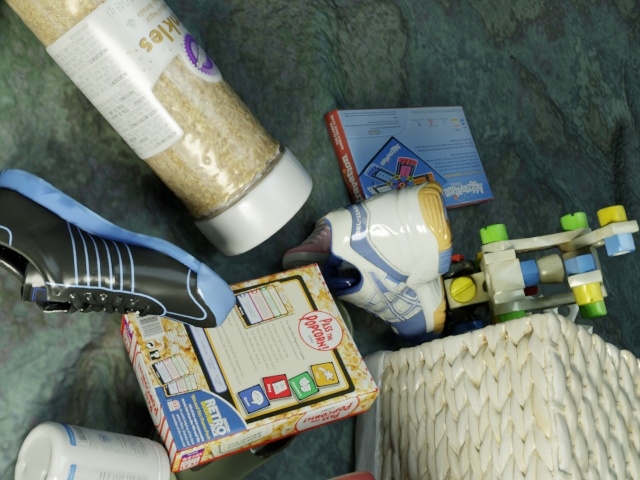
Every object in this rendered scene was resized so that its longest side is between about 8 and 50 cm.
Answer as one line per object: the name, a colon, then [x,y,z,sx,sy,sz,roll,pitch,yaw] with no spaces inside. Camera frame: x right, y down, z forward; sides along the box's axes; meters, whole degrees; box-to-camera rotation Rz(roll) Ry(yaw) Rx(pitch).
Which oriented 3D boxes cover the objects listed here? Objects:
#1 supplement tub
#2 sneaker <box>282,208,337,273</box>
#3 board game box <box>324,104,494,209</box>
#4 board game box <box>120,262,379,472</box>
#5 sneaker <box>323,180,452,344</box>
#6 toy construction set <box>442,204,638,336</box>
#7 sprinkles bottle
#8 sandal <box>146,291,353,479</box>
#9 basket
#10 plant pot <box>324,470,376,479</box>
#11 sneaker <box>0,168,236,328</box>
supplement tub: [-0.185,0.189,0.803,0.107,0.071,0.071,22,57,-40]
sneaker: [0.000,0.000,1.104,0.134,0.051,0.070,2,71,-51]
board game box: [0.124,-0.106,1.302,0.281,0.027,0.145,-10,79,-49]
board game box: [-0.065,0.110,0.895,0.194,0.045,0.146,-13,59,-24]
sneaker: [0.068,0.030,1.073,0.296,0.131,0.111,80,1,-59]
toy construction set: [0.251,0.062,1.188,0.327,0.215,0.151,71,7,-65]
sprinkles bottle: [-0.159,-0.149,0.948,0.355,0.121,0.121,50,43,-18]
sandal: [-0.044,0.151,0.958,0.120,0.086,0.303,58,41,-10]
basket: [0.234,0.282,1.066,0.328,0.266,0.331,25,54,-37]
plant pot: [-0.003,0.336,0.803,0.275,0.275,0.243,-1,63,-47]
sneaker: [-0.190,0.031,0.835,0.232,0.081,0.090,27,61,-6]
